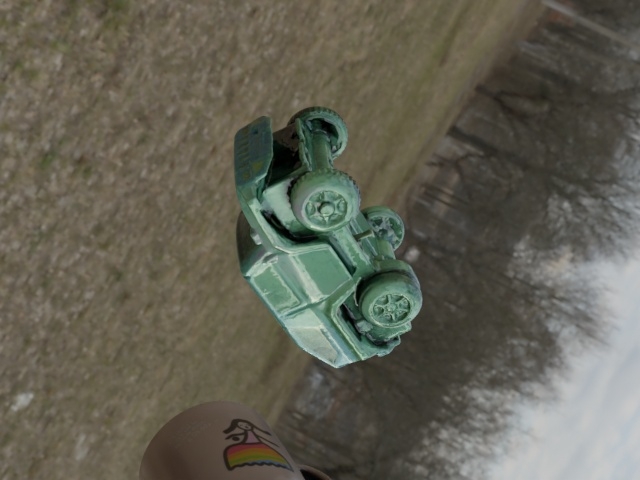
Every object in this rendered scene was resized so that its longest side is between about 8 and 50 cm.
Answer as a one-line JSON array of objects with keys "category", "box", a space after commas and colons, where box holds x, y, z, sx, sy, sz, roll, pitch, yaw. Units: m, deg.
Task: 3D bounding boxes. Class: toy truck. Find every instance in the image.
[{"category": "toy truck", "box": [0.000, 0.000, 1.024, 0.156, 0.279, 0.155, -26, -145, 13]}]

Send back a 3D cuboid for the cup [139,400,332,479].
[{"category": "cup", "box": [-0.082, 0.338, 1.230, 0.200, 0.253, 0.191, 37, -66, 57]}]
